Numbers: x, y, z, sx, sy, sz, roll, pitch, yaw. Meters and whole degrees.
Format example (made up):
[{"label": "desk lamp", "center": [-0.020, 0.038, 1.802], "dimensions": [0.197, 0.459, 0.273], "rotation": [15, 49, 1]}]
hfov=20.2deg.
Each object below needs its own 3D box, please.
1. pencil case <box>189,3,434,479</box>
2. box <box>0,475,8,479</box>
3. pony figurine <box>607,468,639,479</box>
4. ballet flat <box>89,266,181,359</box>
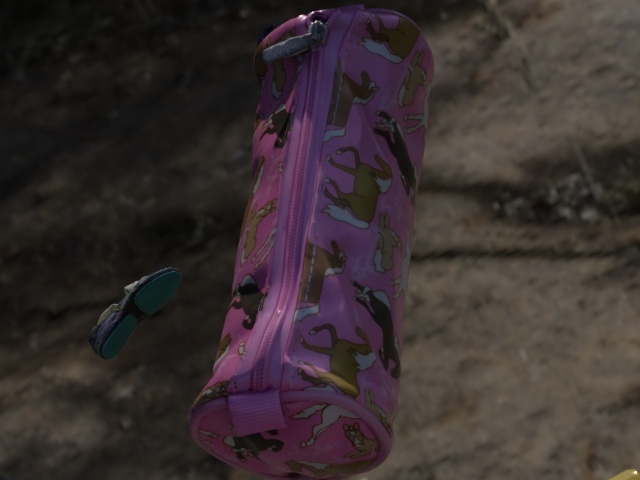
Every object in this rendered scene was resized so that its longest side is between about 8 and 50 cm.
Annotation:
[{"label": "pencil case", "center": [0.000, 0.000, 1.413], "dimensions": [0.160, 0.167, 0.386], "rotation": [-34, 41, 49]}, {"label": "box", "center": [-0.327, 0.226, 1.337], "dimensions": [0.183, 0.232, 0.059], "rotation": [-53, 10, 20]}, {"label": "pony figurine", "center": [0.011, 0.283, 1.192], "dimensions": [0.363, 0.351, 0.303], "rotation": [-4, 54, -16]}, {"label": "ballet flat", "center": [-0.185, 0.064, 1.748], "dimensions": [0.114, 0.041, 0.041], "rotation": [-48, 33, -12]}]
